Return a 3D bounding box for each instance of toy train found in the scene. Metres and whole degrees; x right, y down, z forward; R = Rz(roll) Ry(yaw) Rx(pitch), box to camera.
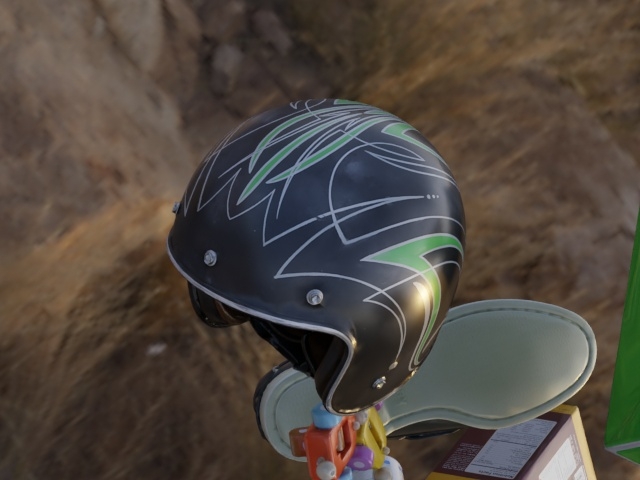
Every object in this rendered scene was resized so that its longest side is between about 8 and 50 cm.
[{"bbox_3d":[0.013,0.166,1.067,0.125,0.046,0.166,-58,141,-59],"label":"toy train"}]

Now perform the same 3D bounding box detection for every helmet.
[{"bbox_3d":[0.000,0.000,0.904,0.161,0.169,0.169,80,11,-46],"label":"helmet"}]

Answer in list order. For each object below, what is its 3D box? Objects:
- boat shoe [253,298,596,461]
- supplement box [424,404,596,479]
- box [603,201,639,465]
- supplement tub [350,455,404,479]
[{"bbox_3d":[0.093,0.128,1.537,0.340,0.113,0.127,-17,100,-17],"label":"boat shoe"},{"bbox_3d":[0.259,0.342,2.121,0.194,0.129,0.191,-42,125,-41],"label":"supplement box"},{"bbox_3d":[0.333,0.051,1.087,0.231,0.127,0.262,26,63,-27],"label":"box"},{"bbox_3d":[0.068,0.310,1.887,0.071,0.071,0.107,31,31,-29],"label":"supplement tub"}]
